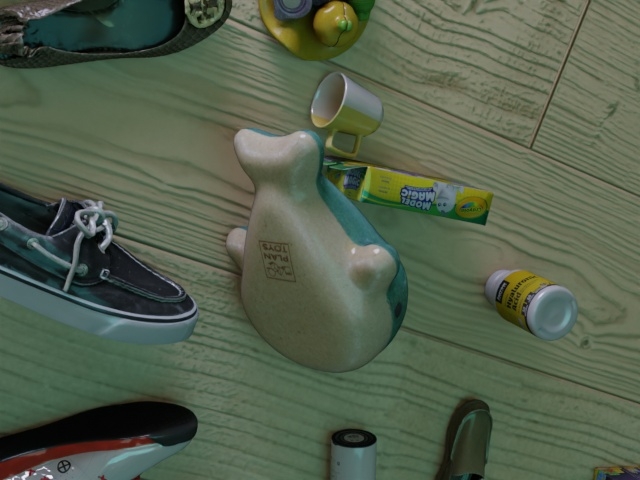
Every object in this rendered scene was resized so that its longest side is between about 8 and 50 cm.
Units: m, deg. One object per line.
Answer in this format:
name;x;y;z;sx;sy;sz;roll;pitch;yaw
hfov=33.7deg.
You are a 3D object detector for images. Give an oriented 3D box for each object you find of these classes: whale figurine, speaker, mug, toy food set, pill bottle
whale figurine;0.000;0.000;1.085;0.141;0.216;0.272;-38;122;-41
speaker;0.037;0.294;1.235;0.055;0.055;0.136;-4;104;-21
mug;0.029;-0.134;1.132;0.064;0.062;0.078;18;108;-33
toy food set;0.005;-0.291;1.074;0.128;0.071;0.218;-8;105;-20
pill bottle;0.241;0.070;1.231;0.065;0.116;0.065;-5;104;-21

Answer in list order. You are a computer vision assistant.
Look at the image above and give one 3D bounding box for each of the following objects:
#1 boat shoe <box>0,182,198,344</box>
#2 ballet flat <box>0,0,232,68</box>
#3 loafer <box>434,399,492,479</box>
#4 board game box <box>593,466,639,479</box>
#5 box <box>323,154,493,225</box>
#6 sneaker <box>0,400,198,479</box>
boat shoe;-0.247;0.006;1.020;0.306;0.113;0.105;24;107;-16
ballet flat;-0.200;-0.211;1.016;0.250;0.058;0.084;-12;108;-19
loafer;0.180;0.268;1.290;0.056;0.050;0.148;11;98;-24
board game box;0.438;0.378;1.423;0.170;0.048;0.141;4;102;-23
box;0.084;-0.056;1.143;0.179;0.105;0.043;12;96;-23
sneaker;-0.252;0.264;1.094;0.270;0.090;0.145;-12;108;-16
